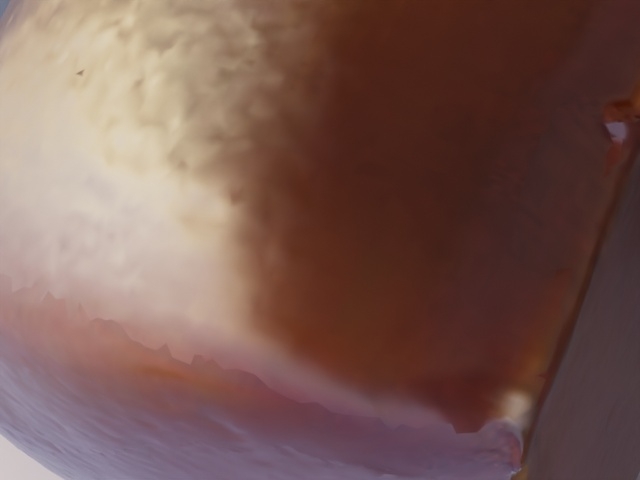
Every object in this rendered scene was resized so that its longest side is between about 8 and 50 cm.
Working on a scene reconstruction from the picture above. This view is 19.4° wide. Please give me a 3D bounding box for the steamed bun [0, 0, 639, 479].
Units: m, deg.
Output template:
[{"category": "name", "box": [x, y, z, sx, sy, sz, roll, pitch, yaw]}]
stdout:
[{"category": "steamed bun", "box": [0.000, 0.000, 0.670, 0.248, 0.235, 0.379, 19, 168, 16]}]
